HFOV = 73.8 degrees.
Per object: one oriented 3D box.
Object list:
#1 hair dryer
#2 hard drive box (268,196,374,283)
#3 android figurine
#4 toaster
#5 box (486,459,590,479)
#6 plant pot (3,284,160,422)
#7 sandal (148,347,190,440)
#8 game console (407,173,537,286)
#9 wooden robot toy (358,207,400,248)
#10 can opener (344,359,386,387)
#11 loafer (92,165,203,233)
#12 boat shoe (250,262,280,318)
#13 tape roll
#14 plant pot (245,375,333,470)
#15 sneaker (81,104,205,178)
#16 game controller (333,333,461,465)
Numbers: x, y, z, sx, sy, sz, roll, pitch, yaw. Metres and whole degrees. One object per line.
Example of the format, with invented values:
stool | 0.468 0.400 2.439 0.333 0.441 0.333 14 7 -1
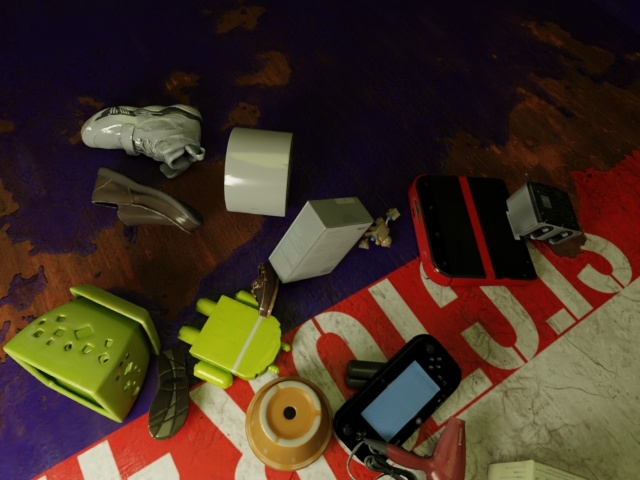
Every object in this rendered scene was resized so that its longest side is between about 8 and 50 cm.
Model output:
hair dryer | 0.225 0.498 0.943 0.293 0.080 0.223 -28 90 -23
hard drive box | 0.000 0.000 1.117 0.181 0.232 0.089 -9 58 -44
android figurine | -0.212 0.248 1.085 0.273 0.056 0.248 21 60 7
toaster | 0.684 -0.089 1.316 0.168 0.110 0.185 11 59 -19
box | 0.426 0.594 0.861 0.117 0.213 0.243 18 60 5
plant pot | -0.505 0.246 0.968 0.228 0.227 0.207 22 54 7
sandal | -0.356 0.362 1.010 0.090 0.060 0.219 -5 46 -15
game console | 0.461 -0.039 1.326 0.342 0.060 0.386 2 61 -11
wooden robot toy | 0.185 -0.016 1.286 0.079 0.076 0.173 50 62 -18
can opener | 0.201 0.337 1.079 0.280 0.074 0.093 3 26 -6
loafer | -0.501 -0.090 1.226 0.366 0.134 0.130 23 84 18
boat shoe | -0.147 0.127 1.117 0.073 0.073 0.207 19 24 -9
tape roll | -0.173 -0.197 1.236 0.169 0.246 0.246 6 60 -3
plant pot | -0.067 0.393 0.941 0.205 0.188 0.205 3 60 -4
sneaker | -0.539 -0.303 1.319 0.366 0.137 0.210 -12 59 -16
game controller | 0.183 0.369 0.992 0.319 0.067 0.166 -42 91 -7
